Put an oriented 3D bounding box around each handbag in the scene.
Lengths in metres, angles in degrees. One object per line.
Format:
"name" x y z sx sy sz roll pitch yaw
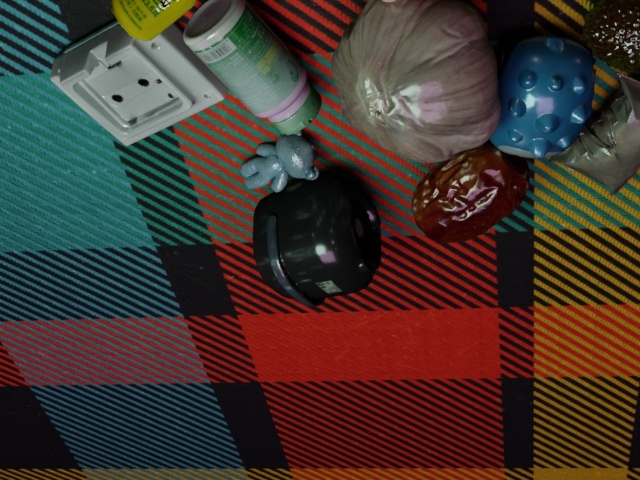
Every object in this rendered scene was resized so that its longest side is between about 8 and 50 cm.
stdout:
"handbag" 0.567 -0.200 1.911 0.182 0.117 0.270 27 136 -10

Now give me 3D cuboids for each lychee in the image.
"lychee" 0.530 -0.359 1.712 0.171 0.171 0.171 4 138 3

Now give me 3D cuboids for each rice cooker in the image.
"rice cooker" 0.000 0.000 2.095 0.224 0.267 0.267 -12 135 24

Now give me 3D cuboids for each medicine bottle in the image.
"medicine bottle" -0.116 -0.316 1.849 0.133 0.133 0.274 -23 130 28
"medicine bottle" -0.225 -0.453 1.690 0.309 0.076 0.111 -31 94 29

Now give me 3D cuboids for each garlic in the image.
"garlic" 0.165 -0.280 1.737 0.317 0.259 0.317 27 131 36

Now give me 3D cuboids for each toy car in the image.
"toy car" 0.396 -0.241 1.827 0.188 0.190 0.255 8 140 -3

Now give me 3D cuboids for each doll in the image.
"doll" -0.081 -0.158 2.069 0.180 0.075 0.120 -22 91 40

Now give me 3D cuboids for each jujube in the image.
"jujube" 0.297 -0.096 2.015 0.174 0.174 0.250 30 129 -24

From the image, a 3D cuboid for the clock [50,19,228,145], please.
"clock" -0.347 -0.296 1.917 0.262 0.116 0.231 -20 133 27
